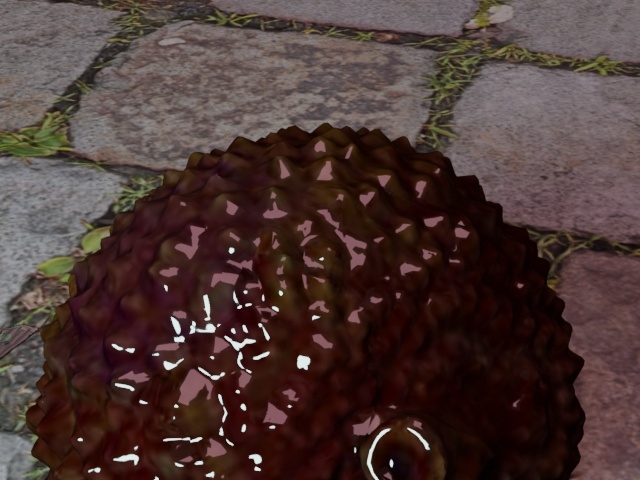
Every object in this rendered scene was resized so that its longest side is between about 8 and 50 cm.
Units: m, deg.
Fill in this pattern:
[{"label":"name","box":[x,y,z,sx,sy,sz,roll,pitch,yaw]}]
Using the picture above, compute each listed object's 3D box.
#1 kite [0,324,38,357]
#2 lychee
[{"label":"kite","box":[-0.283,0.072,0.932,0.137,0.005,0.152,-4,35,-10]},{"label":"lychee","box":[-0.011,0.081,0.672,0.306,0.306,0.330,-19,16,-24]}]
